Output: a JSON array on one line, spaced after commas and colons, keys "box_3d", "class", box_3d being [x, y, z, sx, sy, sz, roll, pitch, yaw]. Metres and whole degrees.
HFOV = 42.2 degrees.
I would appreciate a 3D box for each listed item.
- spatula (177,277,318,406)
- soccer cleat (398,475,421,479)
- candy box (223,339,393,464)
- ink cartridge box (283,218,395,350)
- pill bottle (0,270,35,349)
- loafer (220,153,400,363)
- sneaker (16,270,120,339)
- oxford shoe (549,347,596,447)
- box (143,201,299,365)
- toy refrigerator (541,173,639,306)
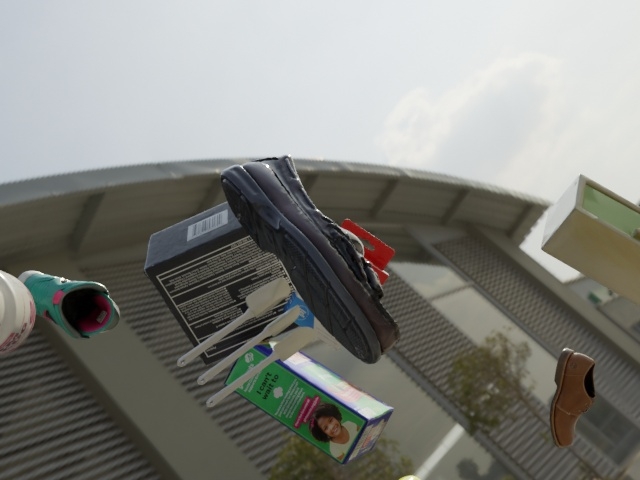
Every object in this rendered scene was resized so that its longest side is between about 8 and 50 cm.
[{"box_3d": [-0.133, 0.187, 1.495, 0.242, 0.019, 0.168, -34, -51, -9], "class": "spatula"}, {"box_3d": [0.153, 0.544, 1.680, 0.093, 0.121, 0.289, -28, 7, 24], "class": "soccer cleat"}, {"box_3d": [-0.020, 0.348, 1.840, 0.122, 0.317, 0.268, -62, -17, 2], "class": "candy box"}, {"box_3d": [0.043, 0.086, 1.675, 0.231, 0.134, 0.078, -56, 6, 2], "class": "ink cartridge box"}, {"box_3d": [-0.588, 0.121, 1.408, 0.160, 0.160, 0.283, -43, 2, -12], "class": "pill bottle"}, {"box_3d": [0.000, 0.000, 0.888, 0.095, 0.302, 0.109, -29, -38, -18], "class": "loafer"}, {"box_3d": [-0.500, 0.152, 1.799, 0.295, 0.178, 0.124, 32, -104, -56], "class": "sneaker"}, {"box_3d": [0.500, 0.322, 1.633, 0.076, 0.076, 0.212, -24, -58, -48], "class": "oxford shoe"}, {"box_3d": [-0.201, 0.083, 1.907, 0.296, 0.183, 0.294, -23, -63, 6], "class": "box"}, {"box_3d": [0.454, 0.022, 1.159, 0.094, 0.269, 0.102, -60, -1, 39], "class": "toy refrigerator"}]
